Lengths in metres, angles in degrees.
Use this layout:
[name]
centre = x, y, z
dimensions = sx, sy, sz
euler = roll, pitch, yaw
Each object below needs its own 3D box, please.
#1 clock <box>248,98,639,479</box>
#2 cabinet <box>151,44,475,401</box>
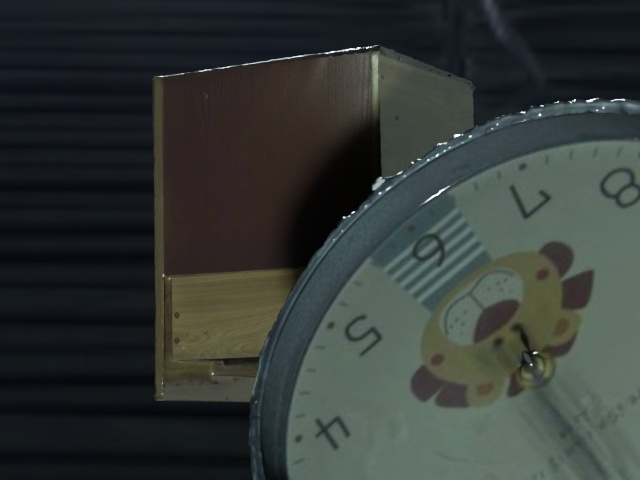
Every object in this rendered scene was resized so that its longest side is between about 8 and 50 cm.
[clock]
centre = 0.105, 0.066, 0.964
dimensions = 0.061, 0.313, 0.312
euler = 48, -148, -43
[cabinet]
centre = 0.000, 0.000, 1.300
dimensions = 0.148, 0.175, 0.215
euler = 12, -105, -59
